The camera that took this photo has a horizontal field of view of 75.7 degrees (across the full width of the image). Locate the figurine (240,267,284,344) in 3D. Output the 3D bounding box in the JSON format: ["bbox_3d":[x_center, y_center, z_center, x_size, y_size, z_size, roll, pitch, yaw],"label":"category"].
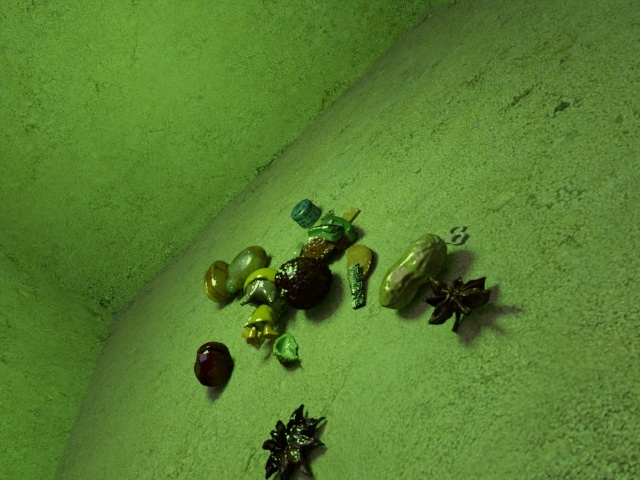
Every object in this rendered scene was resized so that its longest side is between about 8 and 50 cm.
[{"bbox_3d":[-0.244,0.283,1.844,0.215,0.187,0.343,-5,53,5],"label":"figurine"}]

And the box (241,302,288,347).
[{"bbox_3d":[-0.260,0.367,1.964,0.269,0.043,0.152,-55,29,-17],"label":"box"}]

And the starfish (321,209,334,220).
[{"bbox_3d":[0.039,-0.135,2.227,0.091,0.028,0.078,-50,25,-16],"label":"starfish"}]

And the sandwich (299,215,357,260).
[{"bbox_3d":[0.000,0.000,1.951,0.301,0.162,0.250,-50,32,-1],"label":"sandwich"}]

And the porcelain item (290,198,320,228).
[{"bbox_3d":[-0.086,-0.154,2.336,0.147,0.114,0.147,-35,28,22],"label":"porcelain item"}]

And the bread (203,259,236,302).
[{"bbox_3d":[-0.584,0.239,2.433,0.143,0.195,0.269,-39,37,26],"label":"bread"}]

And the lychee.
[{"bbox_3d":[-0.070,0.174,1.760,0.236,0.235,0.271,-17,9,44],"label":"lychee"}]

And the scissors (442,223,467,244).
[{"bbox_3d":[0.439,0.005,1.491,0.189,0.015,0.100,-31,30,32],"label":"scissors"}]

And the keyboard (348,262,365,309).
[{"bbox_3d":[0.140,0.178,1.632,0.060,0.018,0.195,-32,43,30],"label":"keyboard"}]

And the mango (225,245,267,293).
[{"bbox_3d":[-0.429,0.165,2.349,0.193,0.146,0.316,24,73,39],"label":"mango"}]

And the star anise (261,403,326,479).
[{"bbox_3d":[-0.102,0.641,1.314,0.272,0.102,0.271,-31,32,22],"label":"star anise"}]

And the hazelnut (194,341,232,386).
[{"bbox_3d":[-0.497,0.577,1.910,0.178,0.178,0.204,-39,33,15],"label":"hazelnut"}]

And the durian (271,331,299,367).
[{"bbox_3d":[-0.140,0.447,1.658,0.100,0.086,0.215,-31,26,1],"label":"durian"}]

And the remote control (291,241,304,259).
[{"bbox_3d":[-0.114,0.058,2.083,0.221,0.042,0.078,-79,7,-78],"label":"remote control"}]

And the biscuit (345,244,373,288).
[{"bbox_3d":[0.164,0.093,1.735,0.145,0.033,0.224,-35,34,22],"label":"biscuit"}]

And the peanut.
[{"bbox_3d":[0.311,0.109,1.403,0.305,0.147,0.147,-46,27,9],"label":"peanut"}]

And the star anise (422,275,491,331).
[{"bbox_3d":[0.402,0.170,1.219,0.213,0.111,0.196,-31,36,12],"label":"star anise"}]

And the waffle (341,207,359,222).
[{"bbox_3d":[0.133,-0.109,2.064,0.135,0.021,0.092,-52,28,-10],"label":"waffle"}]
